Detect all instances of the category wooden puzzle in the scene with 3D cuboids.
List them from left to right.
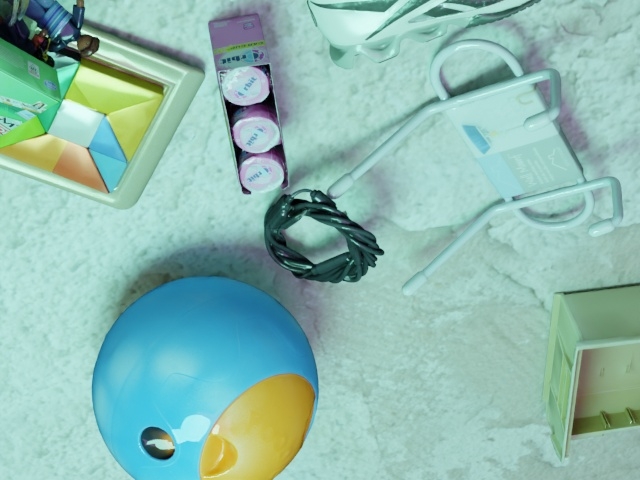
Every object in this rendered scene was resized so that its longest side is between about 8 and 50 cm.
[{"bbox_3d":[-0.282,-0.145,1.688,0.239,0.044,0.221,17,124,-25],"label":"wooden puzzle"}]

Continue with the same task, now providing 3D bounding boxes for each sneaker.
[{"bbox_3d":[0.138,-0.312,1.586,0.331,0.122,0.146,-24,132,7],"label":"sneaker"}]

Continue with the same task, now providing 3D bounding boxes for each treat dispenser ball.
[{"bbox_3d":[-0.146,0.188,1.837,0.288,0.288,0.288,-6,130,-7],"label":"treat dispenser ball"}]

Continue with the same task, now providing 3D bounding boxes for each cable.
[{"bbox_3d":[0.000,0.000,1.820,0.151,0.047,0.184,27,150,-7],"label":"cable"}]

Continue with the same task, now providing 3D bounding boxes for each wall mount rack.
[{"bbox_3d":[0.195,-0.075,1.798,0.304,0.130,0.350,-17,132,26],"label":"wall mount rack"}]

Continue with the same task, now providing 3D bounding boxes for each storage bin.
[{"bbox_3d":[0.466,0.190,2.079,0.262,0.123,0.260,-7,130,-7],"label":"storage bin"}]

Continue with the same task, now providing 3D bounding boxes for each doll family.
[{"bbox_3d":[-0.323,-0.198,1.572,0.111,0.076,0.193,41,121,-7],"label":"doll family"}]

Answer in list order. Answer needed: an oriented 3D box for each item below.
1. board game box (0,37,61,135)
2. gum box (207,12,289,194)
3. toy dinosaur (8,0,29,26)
[{"bbox_3d":[-0.446,-0.168,1.439,0.213,0.046,0.317,-26,149,24],"label":"board game box"},{"bbox_3d":[-0.082,-0.153,1.682,0.062,0.107,0.188,-11,131,-3],"label":"gum box"},{"bbox_3d":[-0.395,-0.251,1.470,0.200,0.127,0.295,19,128,-33],"label":"toy dinosaur"}]
